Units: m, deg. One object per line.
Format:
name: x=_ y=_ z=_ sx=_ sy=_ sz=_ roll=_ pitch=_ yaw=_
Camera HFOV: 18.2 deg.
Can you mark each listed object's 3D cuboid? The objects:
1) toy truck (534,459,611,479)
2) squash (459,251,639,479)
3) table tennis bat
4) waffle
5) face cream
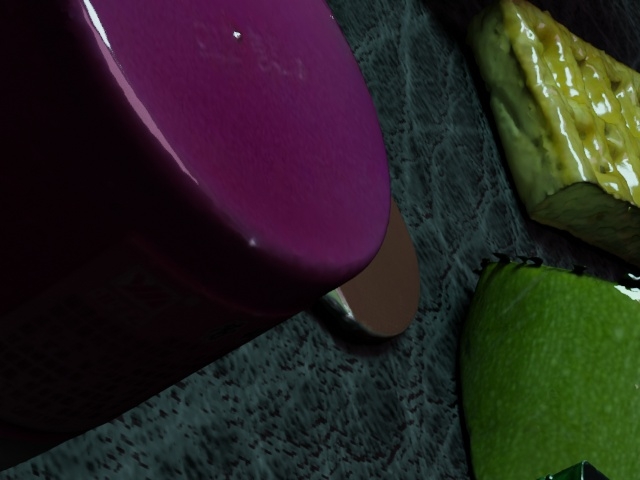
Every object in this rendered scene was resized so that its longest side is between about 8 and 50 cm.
toy truck: x=0.108 y=0.228 z=0.881 sx=0.088 sy=0.121 sz=0.259 roll=42 pitch=31 yaw=-32
squash: x=0.141 y=0.156 z=1.138 sx=0.189 sy=0.189 sz=0.261 roll=27 pitch=77 yaw=-50
table tennis bat: x=0.000 y=0.000 z=1.043 sx=0.130 sy=0.019 sz=0.220 roll=61 pitch=24 yaw=-1
waffle: x=0.202 y=-0.069 z=1.447 sx=0.274 sy=0.057 sz=0.168 roll=20 pitch=46 yaw=-54
face cream: x=-0.100 y=-0.022 z=0.672 sx=0.175 sy=0.195 sz=0.175 roll=41 pitch=31 yaw=-31
